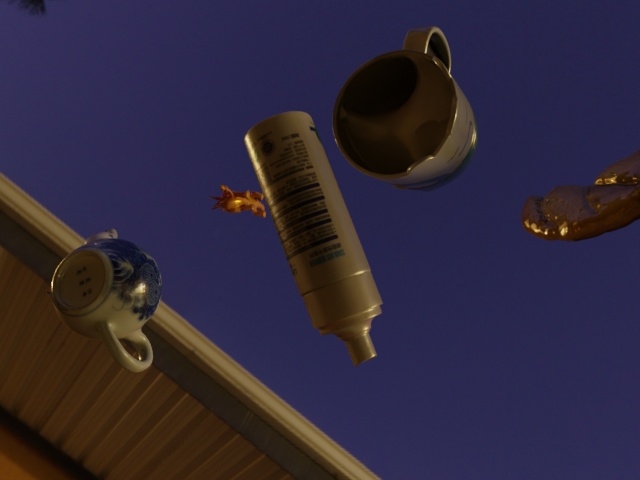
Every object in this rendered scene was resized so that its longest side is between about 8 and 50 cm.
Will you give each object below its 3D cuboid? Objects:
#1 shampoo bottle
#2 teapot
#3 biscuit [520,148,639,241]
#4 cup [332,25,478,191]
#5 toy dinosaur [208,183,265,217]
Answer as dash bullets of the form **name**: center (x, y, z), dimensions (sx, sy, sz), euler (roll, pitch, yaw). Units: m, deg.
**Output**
- **shampoo bottle**: center (0.000, 0.000, 0.572), dimensions (0.092, 0.092, 0.303), euler (-26, -99, 25)
- **teapot**: center (-0.513, 0.130, 1.208), dimensions (0.253, 0.280, 0.423), euler (-28, -112, 5)
- **biscuit**: center (0.509, -0.070, 0.915), dimensions (0.045, 0.154, 0.299), euler (32, -31, -18)
- **cup**: center (0.177, -0.237, 0.882), dimensions (0.219, 0.258, 0.289), euler (13, -86, 29)
- **toy dinosaur**: center (-0.225, -0.101, 1.235), dimensions (0.117, 0.288, 0.070), euler (-1, -94, 18)
